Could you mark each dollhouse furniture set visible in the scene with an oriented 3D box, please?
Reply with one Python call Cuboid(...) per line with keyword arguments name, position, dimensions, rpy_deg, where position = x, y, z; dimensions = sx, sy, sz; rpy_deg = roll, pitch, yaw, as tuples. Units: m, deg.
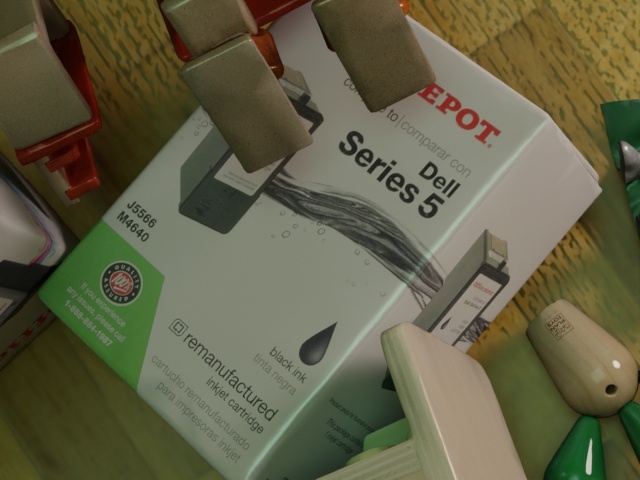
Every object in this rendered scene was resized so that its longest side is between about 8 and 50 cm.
Cuboid(name="dollhouse furniture set", position=(-0.072, -0.139, 1.111), dimensions=(0.259, 0.135, 0.262), rpy_deg=(-26, 47, 6))

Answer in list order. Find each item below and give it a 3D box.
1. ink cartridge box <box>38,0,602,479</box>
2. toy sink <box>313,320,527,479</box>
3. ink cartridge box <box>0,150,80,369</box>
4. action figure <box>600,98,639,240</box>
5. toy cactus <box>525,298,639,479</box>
Cuboid(name="ink cartridge box", position=(0.000, 0.000, 1.132), dimensions=(0.198, 0.115, 0.273), rpy_deg=(39, 89, 32))
Cuboid(name="toy sink", position=(0.048, 0.184, 1.037), dimensions=(0.131, 0.153, 0.234), rpy_deg=(-25, 69, 15))
Cuboid(name="ink cartridge box", position=(-0.276, 0.028, 1.097), dimensions=(0.226, 0.306, 0.131), rpy_deg=(-43, 78, 1))
Cuboid(name="action figure", position=(0.300, -0.056, 1.152), dimensions=(0.232, 0.063, 0.137), rpy_deg=(-15, 76, 2))
Cuboid(name="toy cactus", position=(0.186, 0.112, 1.128), dimensions=(0.219, 0.112, 0.180), rpy_deg=(-44, 67, 10))
